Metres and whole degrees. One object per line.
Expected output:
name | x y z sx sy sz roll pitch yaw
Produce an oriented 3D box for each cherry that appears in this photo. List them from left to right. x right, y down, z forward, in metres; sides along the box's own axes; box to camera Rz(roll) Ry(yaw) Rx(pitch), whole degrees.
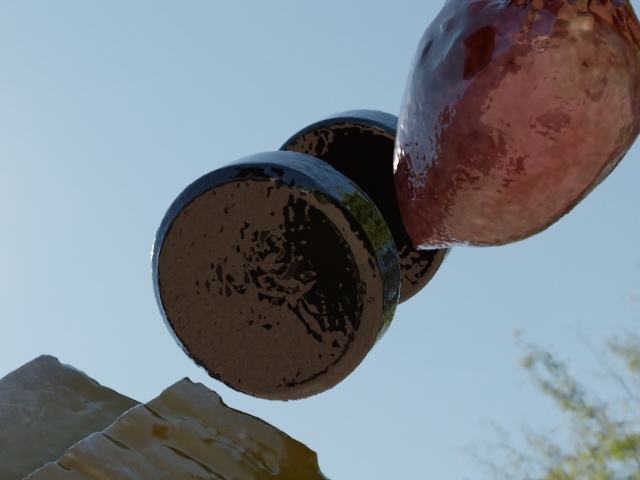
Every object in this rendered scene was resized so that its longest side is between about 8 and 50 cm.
cherry | 0.139 -0.094 0.953 0.175 0.192 0.250 21 -71 -36

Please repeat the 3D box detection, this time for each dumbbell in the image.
dumbbell | 0.000 0.000 1.168 0.204 0.204 0.322 -46 -3 23

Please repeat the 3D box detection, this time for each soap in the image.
soap | -0.139 0.179 0.692 0.281 0.259 0.143 -33 -36 -65
